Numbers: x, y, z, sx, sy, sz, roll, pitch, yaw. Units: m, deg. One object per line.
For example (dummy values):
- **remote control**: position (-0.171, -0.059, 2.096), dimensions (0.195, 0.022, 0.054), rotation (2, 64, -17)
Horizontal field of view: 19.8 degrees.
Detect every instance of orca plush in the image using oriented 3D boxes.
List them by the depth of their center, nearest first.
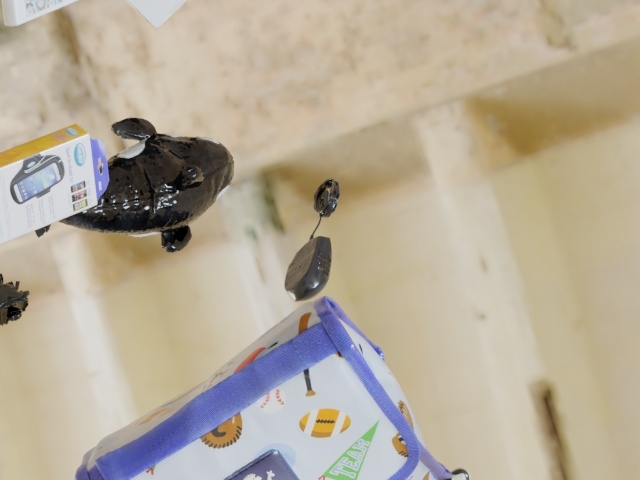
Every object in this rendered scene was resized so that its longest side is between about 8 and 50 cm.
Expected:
- **orca plush**: position (-0.176, -0.074, 1.927), dimensions (0.102, 0.151, 0.287), rotation (-22, 161, 39)

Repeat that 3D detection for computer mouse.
- **computer mouse**: position (0.000, 0.000, 2.561), dimensions (0.071, 0.041, 0.242), rotation (-37, -155, 40)

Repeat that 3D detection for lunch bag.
- **lunch bag**: position (-0.061, 0.232, 1.968), dimensions (0.327, 0.239, 0.385), rotation (-33, 157, 1)

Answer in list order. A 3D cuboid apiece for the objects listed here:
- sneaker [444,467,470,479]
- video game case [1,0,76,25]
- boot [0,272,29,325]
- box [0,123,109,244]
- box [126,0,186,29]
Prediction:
- **sneaker**: position (0.143, 0.300, 2.147), dimensions (0.083, 0.032, 0.037), rotation (-45, 173, 2)
- **video game case**: position (-0.282, -0.303, 1.857), dimensions (0.019, 0.143, 0.157), rotation (3, -161, 21)
- **boot**: position (-0.419, 0.069, 2.211), dimensions (0.121, 0.099, 0.045), rotation (-24, 142, -46)
- **box**: position (-0.260, -0.053, 1.693), dimensions (0.136, 0.081, 0.028), rotation (-25, -138, -30)
- **box**: position (-0.189, -0.414, 2.165), dimensions (0.215, 0.168, 0.345), rotation (-43, -158, 7)
